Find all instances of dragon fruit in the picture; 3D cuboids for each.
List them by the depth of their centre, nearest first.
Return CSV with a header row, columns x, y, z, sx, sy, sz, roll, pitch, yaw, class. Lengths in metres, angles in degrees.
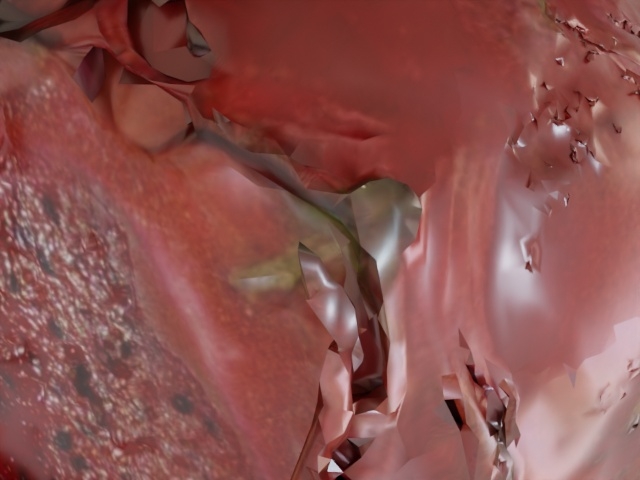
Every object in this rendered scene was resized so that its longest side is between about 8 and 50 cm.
x,y,z,sx,sy,sz,roll,pitch,yaw,class
0.000,0.000,0.592,0.302,0.296,0.295,-12,109,-65,dragon fruit
